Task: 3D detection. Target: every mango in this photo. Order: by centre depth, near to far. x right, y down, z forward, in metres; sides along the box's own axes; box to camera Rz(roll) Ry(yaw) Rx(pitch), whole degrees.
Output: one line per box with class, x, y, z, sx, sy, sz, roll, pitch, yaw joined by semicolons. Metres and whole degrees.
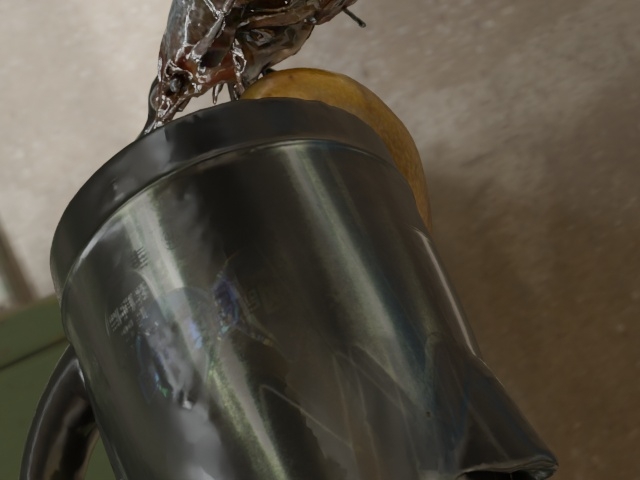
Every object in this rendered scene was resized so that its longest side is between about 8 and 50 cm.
mango;0.004;0.004;1.373;0.120;0.177;0.295;36;145;28

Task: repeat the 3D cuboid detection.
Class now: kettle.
kettle;-0.039;0.130;1.133;0.321;0.228;0.324;-33;54;11

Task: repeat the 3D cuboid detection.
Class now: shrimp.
shrimp;-0.053;-0.161;1.487;0.343;0.145;0.116;-51;41;24
